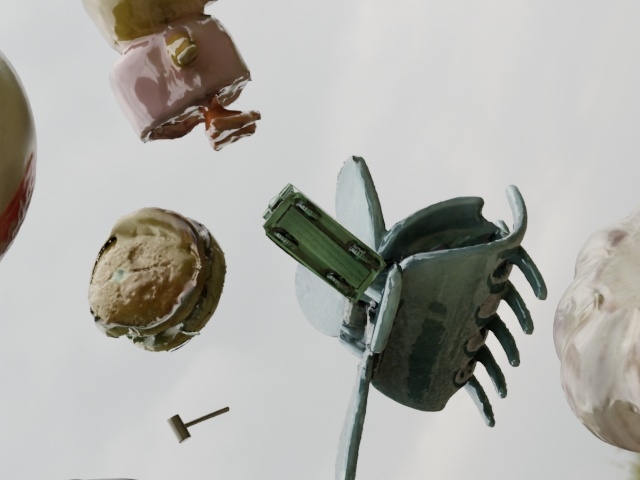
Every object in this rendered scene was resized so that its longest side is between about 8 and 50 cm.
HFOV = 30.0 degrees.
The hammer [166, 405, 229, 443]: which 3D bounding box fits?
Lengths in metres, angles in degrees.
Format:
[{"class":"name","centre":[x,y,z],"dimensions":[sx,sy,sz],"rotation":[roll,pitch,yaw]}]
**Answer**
[{"class":"hammer","centre":[-0.159,0.240,1.602],"dimensions":[0.019,0.035,0.110],"rotation":[-40,-16,33]}]

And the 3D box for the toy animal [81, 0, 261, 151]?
[{"class":"toy animal","centre":[-0.183,-0.240,1.428],"dimensions":[0.169,0.281,0.195],"rotation":[-17,-2,-5]}]

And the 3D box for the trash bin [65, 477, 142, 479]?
[{"class":"trash bin","centre":[-0.236,0.372,1.206],"dimensions":[0.290,0.182,0.209],"rotation":[130,152,-49]}]

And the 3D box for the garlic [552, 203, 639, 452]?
[{"class":"garlic","centre":[0.188,0.041,0.598],"dimensions":[0.102,0.147,0.159],"rotation":[51,-139,-30]}]

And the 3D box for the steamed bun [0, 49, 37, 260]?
[{"class":"steamed bun","centre":[-0.420,-0.031,1.119],"dimensions":[0.374,0.241,0.374],"rotation":[-35,14,10]}]

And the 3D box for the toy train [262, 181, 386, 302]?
[{"class":"toy train","centre":[0.000,0.000,0.824],"dimensions":[0.038,0.093,0.056],"rotation":[-51,14,5]}]

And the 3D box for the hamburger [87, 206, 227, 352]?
[{"class":"hamburger","centre":[-0.194,0.055,1.460],"dimensions":[0.177,0.185,0.113],"rotation":[-42,-26,-2]}]

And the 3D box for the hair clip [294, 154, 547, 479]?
[{"class":"hair clip","centre":[0.130,0.085,1.539],"dimensions":[0.392,0.239,0.318],"rotation":[-104,21,-49]}]
